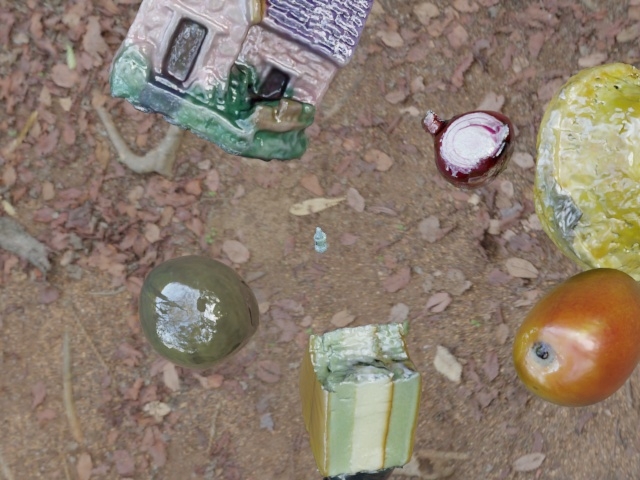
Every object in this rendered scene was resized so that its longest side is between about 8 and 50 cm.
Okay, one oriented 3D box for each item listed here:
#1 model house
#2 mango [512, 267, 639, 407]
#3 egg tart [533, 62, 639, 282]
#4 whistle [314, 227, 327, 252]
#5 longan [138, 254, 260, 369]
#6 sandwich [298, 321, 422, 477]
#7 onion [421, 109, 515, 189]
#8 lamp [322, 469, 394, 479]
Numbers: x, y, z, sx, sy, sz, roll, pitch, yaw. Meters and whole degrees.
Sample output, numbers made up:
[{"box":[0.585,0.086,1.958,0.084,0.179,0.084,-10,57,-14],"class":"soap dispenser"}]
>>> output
[{"box":[-0.076,-0.243,0.722,0.236,0.202,0.238,24,114,-12],"class":"model house"},{"box":[0.324,0.104,0.800,0.129,0.289,0.146,21,121,27],"class":"mango"},{"box":[0.603,-0.132,1.253,0.178,0.442,0.444,-10,79,63],"class":"egg tart"},{"box":[0.000,0.000,1.802,0.035,0.100,0.035,-3,52,4],"class":"whistle"},{"box":[-0.223,0.134,1.254,0.246,0.246,0.215,40,116,20],"class":"longan"},{"box":[0.052,0.210,1.037,0.155,0.227,0.199,-4,116,-12],"class":"sandwich"},{"box":[0.289,-0.187,1.329,0.173,0.135,0.198,-44,55,-10],"class":"onion"},{"box":[0.051,0.463,1.204,0.172,0.147,0.228,36,120,47],"class":"lamp"}]
